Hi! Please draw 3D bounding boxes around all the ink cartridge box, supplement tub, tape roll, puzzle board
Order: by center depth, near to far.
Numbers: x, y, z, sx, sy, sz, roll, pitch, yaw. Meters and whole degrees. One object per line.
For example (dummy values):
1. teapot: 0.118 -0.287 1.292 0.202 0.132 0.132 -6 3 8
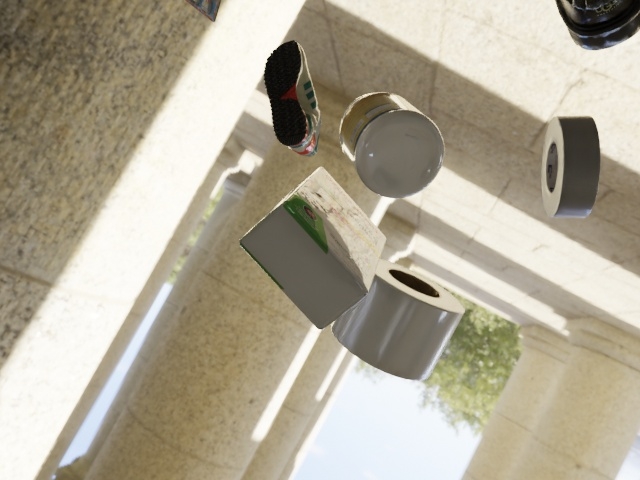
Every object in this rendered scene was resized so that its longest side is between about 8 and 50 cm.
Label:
1. puzzle board: -0.157 -0.365 0.843 0.011 0.096 0.128 6 -152 -35
2. supplement tub: 0.112 -0.168 1.034 0.144 0.144 0.200 31 -163 -22
3. ink cartridge box: 0.000 0.000 1.097 0.201 0.117 0.278 48 -158 -6
4. tape roll: 0.533 -0.157 1.317 0.072 0.219 0.219 1 170 9
5. tape roll: 0.165 0.163 1.323 0.246 0.169 0.246 24 -167 -6

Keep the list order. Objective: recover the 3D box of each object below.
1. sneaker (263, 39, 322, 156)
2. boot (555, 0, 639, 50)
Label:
1. sneaker: -0.032 -0.186 0.824 0.057 0.161 0.075 -14 159 18
2. boot: 0.304 -0.438 0.778 0.260 0.131 0.348 34 -144 -46
